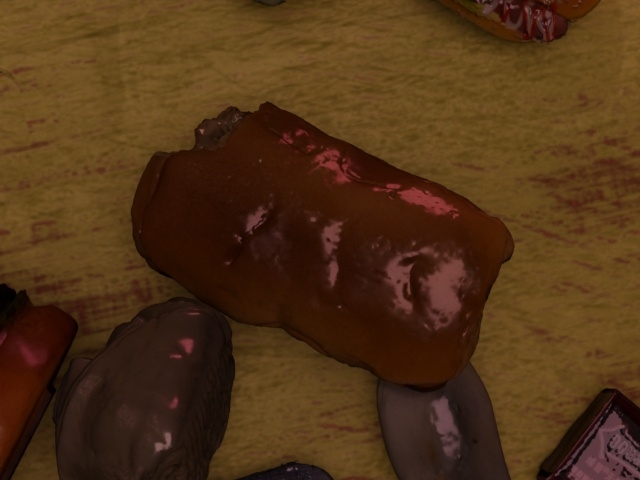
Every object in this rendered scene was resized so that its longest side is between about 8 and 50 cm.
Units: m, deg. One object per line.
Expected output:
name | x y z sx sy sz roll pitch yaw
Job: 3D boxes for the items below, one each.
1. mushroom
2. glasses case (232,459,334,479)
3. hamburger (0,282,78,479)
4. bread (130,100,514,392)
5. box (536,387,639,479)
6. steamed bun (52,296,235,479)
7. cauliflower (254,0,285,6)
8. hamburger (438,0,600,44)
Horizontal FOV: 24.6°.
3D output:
mushroom | 0.144 0.233 1.392 0.118 0.103 0.270 -31 96 -16
glasses case | -0.112 0.289 1.379 0.282 0.067 0.109 -17 77 -3
hamburger | -0.359 0.142 1.270 0.225 0.291 0.291 30 84 -6
bread | -0.002 0.001 1.329 0.344 0.149 0.195 23 77 14
box | 0.331 0.255 1.418 0.224 0.069 0.120 40 84 1
steamed bun | -0.163 0.156 1.301 0.144 0.211 0.218 12 51 6
cauliflower | -0.032 -0.388 1.378 0.260 0.281 0.327 19 111 19
hamburger | 0.182 -0.287 1.420 0.210 0.116 0.173 34 83 -5
